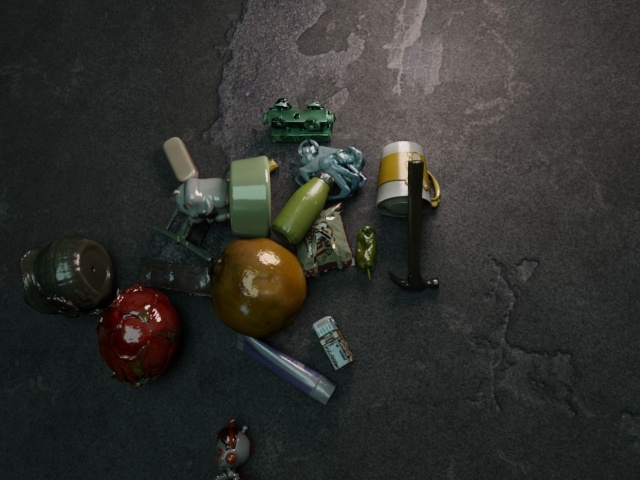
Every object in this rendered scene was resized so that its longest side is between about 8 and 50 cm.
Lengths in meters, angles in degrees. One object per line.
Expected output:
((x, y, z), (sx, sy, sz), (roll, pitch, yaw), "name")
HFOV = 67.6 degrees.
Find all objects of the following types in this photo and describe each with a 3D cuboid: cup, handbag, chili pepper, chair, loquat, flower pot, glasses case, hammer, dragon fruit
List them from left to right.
((-0.880, 0.139, 1.688), (0.213, 0.302, 0.301), (-13, 75, 6), "flower pot")
((-0.605, 0.313, 1.605), (0.277, 0.277, 0.342), (-26, 73, 3), "dragon fruit")
((-0.541, -0.308, 1.849), (0.083, 0.050, 0.196), (-27, 74, 0), "glasses case")
((-0.445, -0.035, 1.725), (0.270, 0.136, 0.147), (27, 84, 16), "chair")
((-0.205, 0.151, 1.545), (0.328, 0.328, 0.328), (-2, 77, 9), "loquat")
((0.000, 0.000, 1.645), (0.213, 0.127, 0.235), (-15, 76, 3), "handbag")
((0.155, 0.053, 1.636), (0.072, 0.073, 0.204), (-8, 64, 26), "chili pepper")
((0.304, -0.199, 1.631), (0.241, 0.185, 0.226), (9, 70, -23), "cup")
((0.302, -0.039, 1.520), (0.168, 0.044, 0.440), (-2, 112, 3), "hammer")

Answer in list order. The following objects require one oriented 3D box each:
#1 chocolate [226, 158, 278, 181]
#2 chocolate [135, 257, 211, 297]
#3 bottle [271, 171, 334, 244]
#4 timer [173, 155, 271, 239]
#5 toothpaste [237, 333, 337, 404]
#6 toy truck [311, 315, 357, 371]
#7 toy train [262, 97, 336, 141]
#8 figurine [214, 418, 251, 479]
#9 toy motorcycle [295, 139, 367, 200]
((-0.259, -0.233, 1.776), (0.219, 0.085, 0.085), (-30, 74, -3), "chocolate")
((-0.485, 0.140, 1.708), (0.321, 0.112, 0.112), (7, 77, 13), "chocolate")
((-0.050, -0.113, 1.580), (0.112, 0.112, 0.260), (30, 74, 15), "bottle")
((-0.329, -0.137, 1.609), (0.315, 0.291, 0.290), (-2, 76, -9), "timer")
((-0.125, 0.418, 1.586), (0.371, 0.125, 0.080), (26, 48, 12), "toothpaste")
((0.038, 0.335, 1.568), (0.080, 0.115, 0.177), (-31, 72, 2), "toy truck")
((-0.073, -0.437, 1.744), (0.269, 0.154, 0.115), (1, 79, 11), "toy train")
((-0.283, 0.692, 1.524), (0.160, 0.183, 0.226), (-7, 64, -1), "figurine")
((0.031, -0.243, 1.696), (0.260, 0.154, 0.206), (13, 103, 20), "toy motorcycle")
